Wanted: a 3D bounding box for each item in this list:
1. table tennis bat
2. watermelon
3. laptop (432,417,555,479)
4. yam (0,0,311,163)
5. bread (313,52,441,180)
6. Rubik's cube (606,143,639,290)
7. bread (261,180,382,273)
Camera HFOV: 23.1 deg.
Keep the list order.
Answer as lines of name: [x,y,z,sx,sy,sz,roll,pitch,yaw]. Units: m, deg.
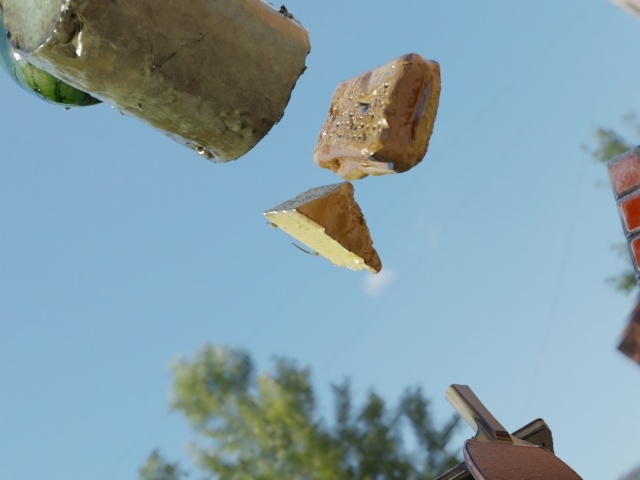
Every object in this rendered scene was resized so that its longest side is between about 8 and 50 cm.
table tennis bat: [0.177,0.201,1.419,0.130,0.220,0.019,11,-65,-36]
watermelon: [-0.335,-0.302,2.134,0.242,0.242,0.242,-44,-22,-23]
laptop: [0.177,0.298,1.702,0.207,0.026,0.154,-27,-56,-24]
yam: [-0.159,-0.197,1.444,0.304,0.168,0.168,28,-78,-33]
bread: [0.067,-0.139,1.757,0.271,0.077,0.139,172,118,-76]
Rubik's cube: [0.464,-0.002,1.568,0.237,0.238,0.237,-28,-33,36]
bread: [0.000,0.000,1.631,0.080,0.084,0.109,-31,-72,-33]
